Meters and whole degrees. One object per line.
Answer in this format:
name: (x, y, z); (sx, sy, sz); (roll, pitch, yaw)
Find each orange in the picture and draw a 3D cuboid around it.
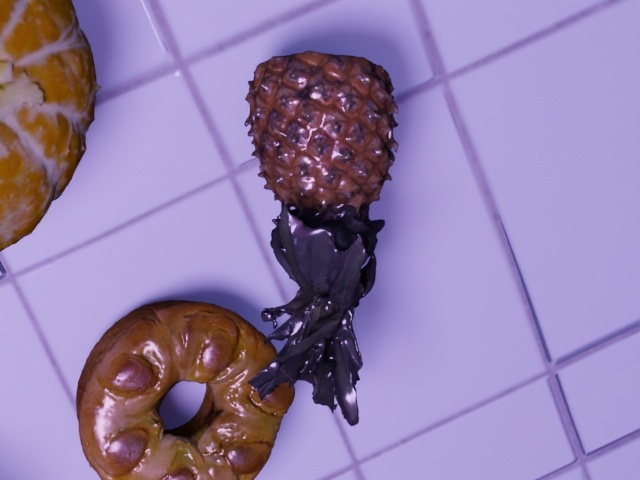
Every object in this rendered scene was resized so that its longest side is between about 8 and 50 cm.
orange: (-0.357, -0.136, 1.197); (0.329, 0.249, 0.329); (-15, 111, -44)

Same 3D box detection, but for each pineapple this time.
pineapple: (0.002, -0.001, 1.337); (0.165, 0.165, 0.365); (1, 86, -14)

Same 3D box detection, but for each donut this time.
donut: (-0.143, 0.169, 1.408); (0.226, 0.114, 0.227); (-2, 97, -20)

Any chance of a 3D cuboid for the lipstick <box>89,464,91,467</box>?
lipstick: (-0.186, 0.237, 1.478); (0.129, 0.030, 0.030); (12, 103, -16)
